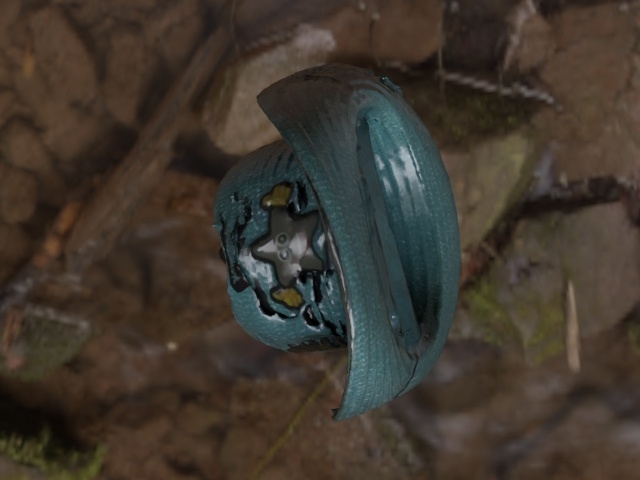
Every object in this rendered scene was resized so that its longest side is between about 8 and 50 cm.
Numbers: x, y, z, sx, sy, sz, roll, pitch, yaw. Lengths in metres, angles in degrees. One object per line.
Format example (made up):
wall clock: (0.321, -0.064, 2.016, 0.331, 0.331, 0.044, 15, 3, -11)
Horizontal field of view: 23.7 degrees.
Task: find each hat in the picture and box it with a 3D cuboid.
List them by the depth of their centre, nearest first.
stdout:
hat: (0.000, 0.000, 0.597, 0.078, 0.191, 0.138, -9, 93, 17)
